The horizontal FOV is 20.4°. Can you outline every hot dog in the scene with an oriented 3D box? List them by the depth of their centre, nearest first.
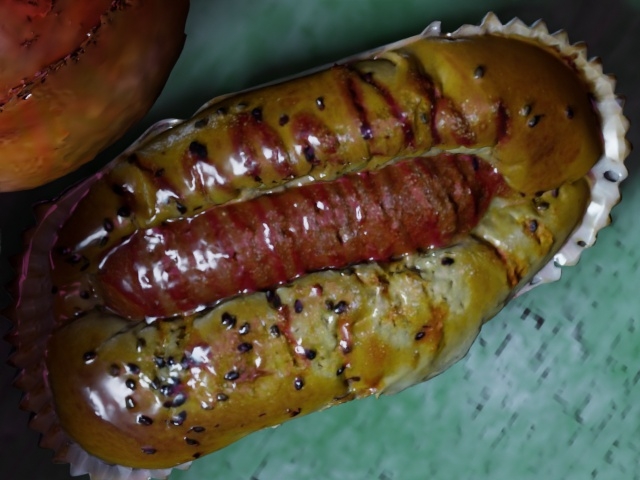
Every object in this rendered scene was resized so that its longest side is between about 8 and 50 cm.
[{"bbox_3d":[0.000,0.000,0.502,0.192,0.053,0.099,-24,113,-3],"label":"hot dog"}]

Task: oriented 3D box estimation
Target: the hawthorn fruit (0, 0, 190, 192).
[{"bbox_3d":[-0.088,-0.095,0.412,0.148,0.148,0.172,28,85,-18],"label":"hawthorn fruit"}]
